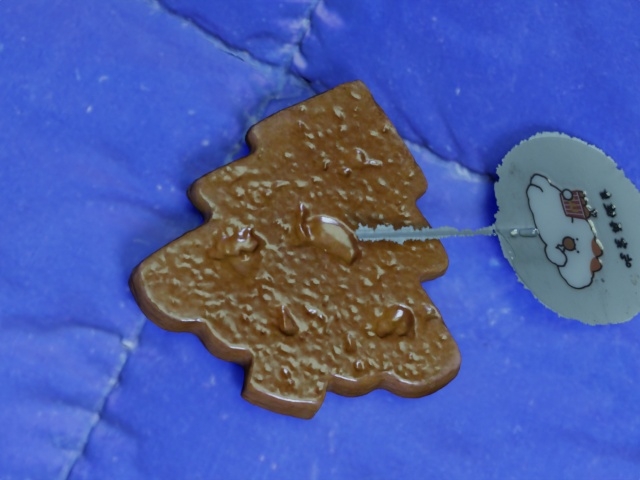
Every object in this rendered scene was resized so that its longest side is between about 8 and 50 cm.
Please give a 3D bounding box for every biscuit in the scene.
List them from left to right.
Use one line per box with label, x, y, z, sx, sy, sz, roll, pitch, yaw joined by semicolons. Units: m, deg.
biscuit;0.000;0.000;0.997;0.284;0.043;0.306;19;65;-9

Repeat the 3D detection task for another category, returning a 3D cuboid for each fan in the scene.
fan;0.172;-0.009;1.041;0.329;0.009;0.190;-4;70;-28
